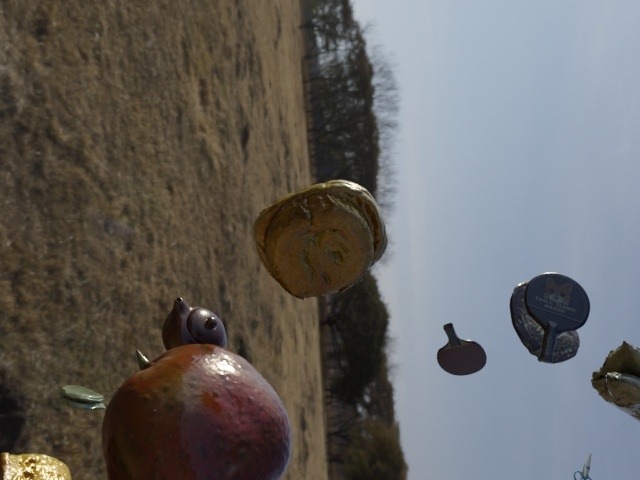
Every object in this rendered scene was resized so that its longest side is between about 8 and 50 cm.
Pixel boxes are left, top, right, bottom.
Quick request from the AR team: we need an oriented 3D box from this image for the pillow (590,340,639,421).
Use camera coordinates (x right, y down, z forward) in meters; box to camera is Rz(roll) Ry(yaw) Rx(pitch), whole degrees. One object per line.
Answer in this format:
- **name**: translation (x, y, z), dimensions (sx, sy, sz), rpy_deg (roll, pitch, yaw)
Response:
- **pillow**: translation (0.491, 0.229, 0.872), dimensions (0.078, 0.181, 0.134), rpy_deg (-52, 160, -18)

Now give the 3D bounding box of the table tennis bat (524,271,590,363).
- **table tennis bat**: translation (0.534, 0.174, 1.391), dimensions (0.027, 0.150, 0.236), rpy_deg (90, 21, -56)

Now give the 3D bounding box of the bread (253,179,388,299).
- **bread**: translation (-0.001, -0.003, 1.083), dimensions (0.120, 0.236, 0.198), rpy_deg (-98, 166, -60)

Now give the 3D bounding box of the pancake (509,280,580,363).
- **pancake**: translation (0.616, 0.221, 1.674), dimensions (0.031, 0.249, 0.250), rpy_deg (-48, -145, 47)

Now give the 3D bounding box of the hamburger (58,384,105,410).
- **hamburger**: translation (-0.615, 0.406, 1.551), dimensions (0.084, 0.121, 0.054), rpy_deg (57, 48, -71)

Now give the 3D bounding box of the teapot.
- **teapot**: translation (-0.292, 0.252, 1.537), dimensions (0.252, 0.135, 0.178), rpy_deg (47, 33, -2)

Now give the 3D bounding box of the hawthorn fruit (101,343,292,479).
- **hawthorn fruit**: translation (-0.274, 0.392, 1.267), dimensions (0.403, 0.402, 0.403), rpy_deg (-3, 90, -89)

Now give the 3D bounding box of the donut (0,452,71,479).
- **donut**: translation (-0.624, 0.658, 1.237), dimensions (0.435, 0.163, 0.378), rpy_deg (-38, -130, 42)

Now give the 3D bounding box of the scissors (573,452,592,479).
- **scissors**: translation (0.768, 0.659, 1.756), dimensions (0.119, 0.058, 0.014), rpy_deg (-46, 161, -44)

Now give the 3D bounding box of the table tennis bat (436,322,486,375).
- **table tennis bat**: translation (0.370, 0.295, 1.629), dimensions (0.019, 0.130, 0.220), rpy_deg (-89, 156, -49)
